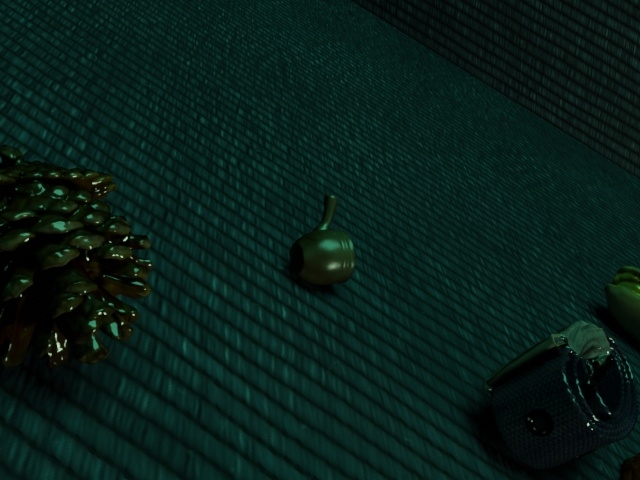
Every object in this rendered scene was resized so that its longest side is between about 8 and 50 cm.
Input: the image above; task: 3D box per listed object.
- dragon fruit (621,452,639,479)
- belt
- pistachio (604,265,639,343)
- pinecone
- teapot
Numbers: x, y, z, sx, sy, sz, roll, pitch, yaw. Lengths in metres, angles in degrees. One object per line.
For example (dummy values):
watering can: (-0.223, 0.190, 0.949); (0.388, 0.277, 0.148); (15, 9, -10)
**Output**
dragon fruit: (0.430, 0.281, 0.962); (0.162, 0.083, 0.106); (18, 25, -20)
belt: (0.274, 0.178, 0.931); (0.230, 0.126, 0.139); (-13, 72, -57)
pistachio: (0.573, 0.131, 1.367); (0.200, 0.117, 0.145); (30, -14, 16)
pinecone: (-0.224, 0.016, 0.645); (0.195, 0.150, 0.179); (43, 27, 24)
teapot: (0.000, 0.000, 0.996); (0.080, 0.110, 0.085); (-2, -6, -28)
